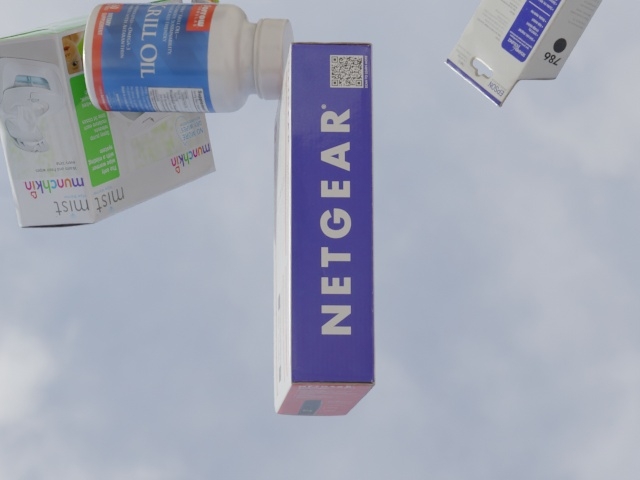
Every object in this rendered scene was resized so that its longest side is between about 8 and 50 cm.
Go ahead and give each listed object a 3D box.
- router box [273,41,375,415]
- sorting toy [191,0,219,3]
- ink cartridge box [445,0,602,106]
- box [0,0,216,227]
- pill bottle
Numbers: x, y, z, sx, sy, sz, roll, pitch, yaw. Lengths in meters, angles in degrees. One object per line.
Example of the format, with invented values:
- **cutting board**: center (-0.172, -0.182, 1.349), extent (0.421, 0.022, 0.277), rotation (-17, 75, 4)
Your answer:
- **router box**: center (0.000, 0.000, 1.865), extent (0.082, 0.301, 0.335), rotation (1, -100, -4)
- **sorting toy**: center (-0.136, -0.272, 2.214), extent (0.045, 0.083, 0.075), rotation (-5, -147, -5)
- **ink cartridge box**: center (0.310, -0.344, 2.504), extent (0.065, 0.332, 0.165), rotation (22, -163, -36)
- **box**: center (-0.267, -0.157, 2.232), extent (0.127, 0.231, 0.262), rotation (-3, -167, 32)
- **pill bottle**: center (-0.144, -0.205, 2.057), extent (0.222, 0.124, 0.124), rotation (1, -143, 8)
